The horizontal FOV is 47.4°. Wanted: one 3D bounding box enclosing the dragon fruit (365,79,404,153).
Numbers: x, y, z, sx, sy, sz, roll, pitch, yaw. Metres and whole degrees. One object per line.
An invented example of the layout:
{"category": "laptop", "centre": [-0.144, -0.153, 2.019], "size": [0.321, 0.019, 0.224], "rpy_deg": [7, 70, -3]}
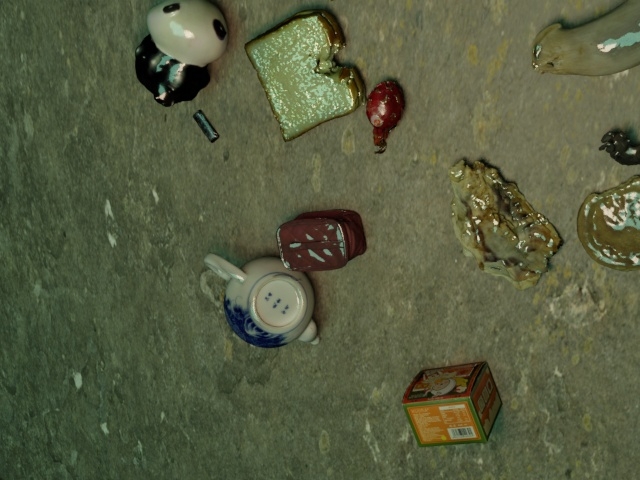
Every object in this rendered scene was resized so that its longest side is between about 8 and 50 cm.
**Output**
{"category": "dragon fruit", "centre": [0.152, -0.288, 1.751], "size": [0.094, 0.094, 0.191], "rpy_deg": [17, 124, 21]}

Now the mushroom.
{"category": "mushroom", "centre": [0.603, -0.426, 1.425], "size": [0.397, 0.126, 0.177], "rpy_deg": [-34, 84, 35]}

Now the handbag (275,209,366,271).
{"category": "handbag", "centre": [0.000, 0.000, 1.931], "size": [0.225, 0.135, 0.146], "rpy_deg": [-2, 106, 30]}

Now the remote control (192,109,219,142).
{"category": "remote control", "centre": [-0.321, -0.317, 2.032], "size": [0.039, 0.014, 0.096], "rpy_deg": [-33, 93, 35]}

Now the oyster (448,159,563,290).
{"category": "oyster", "centre": [0.408, -0.028, 1.719], "size": [0.354, 0.107, 0.201], "rpy_deg": [49, 121, 1]}

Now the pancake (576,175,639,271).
{"category": "pancake", "centre": [0.686, -0.033, 1.604], "size": [0.236, 0.042, 0.223], "rpy_deg": [-3, 108, 28]}

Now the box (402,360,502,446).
{"category": "box", "centre": [0.346, 0.426, 1.909], "size": [0.194, 0.177, 0.148], "rpy_deg": [-15, 105, 32]}

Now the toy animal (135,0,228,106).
{"category": "toy animal", "centre": [-0.355, -0.502, 1.862], "size": [0.212, 0.212, 0.267], "rpy_deg": [40, 120, 7]}

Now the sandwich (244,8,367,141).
{"category": "sandwich", "centre": [-0.034, -0.411, 1.788], "size": [0.249, 0.095, 0.273], "rpy_deg": [-17, 104, 33]}

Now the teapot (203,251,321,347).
{"category": "teapot", "centre": [-0.152, 0.171, 2.043], "size": [0.424, 0.252, 0.280], "rpy_deg": [38, 167, -13]}

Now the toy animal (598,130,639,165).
{"category": "toy animal", "centre": [0.709, -0.194, 1.510], "size": [0.232, 0.084, 0.148], "rpy_deg": [22, 138, 11]}
